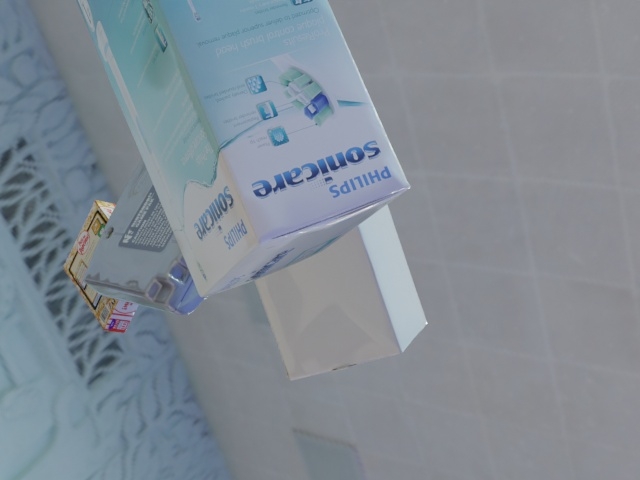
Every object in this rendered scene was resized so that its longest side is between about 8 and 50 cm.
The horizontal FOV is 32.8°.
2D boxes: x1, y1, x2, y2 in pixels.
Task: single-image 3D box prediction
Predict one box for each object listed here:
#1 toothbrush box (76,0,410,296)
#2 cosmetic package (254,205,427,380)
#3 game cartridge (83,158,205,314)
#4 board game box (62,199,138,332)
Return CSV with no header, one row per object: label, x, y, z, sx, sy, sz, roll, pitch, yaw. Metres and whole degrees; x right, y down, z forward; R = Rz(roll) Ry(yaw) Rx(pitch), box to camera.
toothbrush box,-0.075,-0.125,0.840,0.295,0.126,0.216,67,-21,7
cosmetic package,0.000,0.000,1.612,0.197,0.155,0.365,-15,-81,24
game cartridge,-0.130,-0.064,1.139,0.196,0.294,0.060,10,-24,49
board game box,-0.363,0.043,1.869,0.193,0.045,0.146,47,-65,41
